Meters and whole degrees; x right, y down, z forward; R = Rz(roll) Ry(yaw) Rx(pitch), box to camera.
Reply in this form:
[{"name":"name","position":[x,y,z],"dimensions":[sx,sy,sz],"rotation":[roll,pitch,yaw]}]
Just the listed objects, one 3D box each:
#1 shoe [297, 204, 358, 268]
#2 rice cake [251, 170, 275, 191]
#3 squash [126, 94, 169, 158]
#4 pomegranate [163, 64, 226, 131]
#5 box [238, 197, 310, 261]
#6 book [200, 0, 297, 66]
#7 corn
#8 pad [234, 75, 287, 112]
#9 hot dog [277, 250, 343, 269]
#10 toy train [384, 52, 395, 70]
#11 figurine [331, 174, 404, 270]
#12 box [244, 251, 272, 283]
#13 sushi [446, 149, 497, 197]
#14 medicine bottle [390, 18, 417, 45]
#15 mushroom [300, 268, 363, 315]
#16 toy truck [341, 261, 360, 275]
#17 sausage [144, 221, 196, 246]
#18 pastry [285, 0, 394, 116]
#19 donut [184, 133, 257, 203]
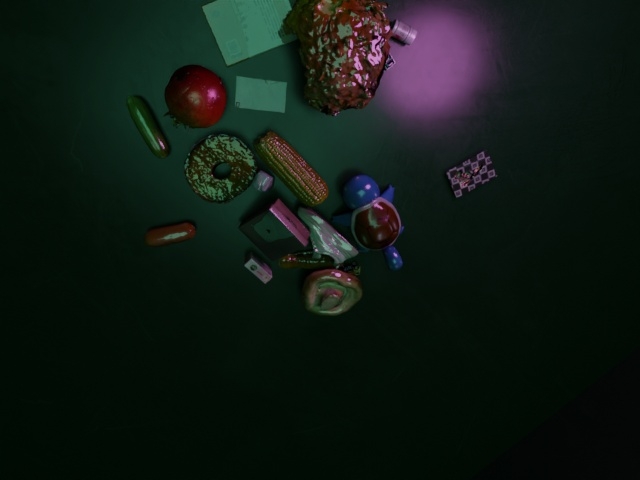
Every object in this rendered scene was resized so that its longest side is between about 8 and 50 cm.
[{"name":"shoe","position":[0.000,0.000,1.673],"dimensions":[0.316,0.124,0.159],"rotation":[38,98,-9]},{"name":"rice cake","position":[-0.213,-0.225,1.532],"dimensions":[0.063,0.206,0.069],"rotation":[29,99,-5]},{"name":"squash","position":[-0.624,-0.408,1.456],"dimensions":[0.069,0.069,0.238],"rotation":[-23,112,-1]},{"name":"pomegranate","position":[-0.435,-0.486,1.395],"dimensions":[0.210,0.210,0.235],"rotation":[40,125,-21]},{"name":"box","position":[-0.180,-0.037,1.610],"dimensions":[0.215,0.086,0.215],"rotation":[-24,117,41]},{"name":"book","position":[-0.237,-0.767,1.415],"dimensions":[0.296,0.020,0.207],"rotation":[-22,112,-1]},{"name":"corn","position":[-0.112,-0.277,1.561],"dimensions":[0.131,0.131,0.344],"rotation":[-41,111,6]},{"name":"pad","position":[-0.222,-0.545,1.509],"dimensions":[0.188,0.006,0.112],"rotation":[3,109,-11]},{"name":"hot dog","position":[-0.038,0.089,1.747],"dimensions":[0.290,0.068,0.082],"rotation":[-2,117,-11]},{"name":"toy train","position":[0.203,-0.731,1.492],"dimensions":[0.043,0.047,0.207],"rotation":[-38,111,4]},{"name":"figurine","position":[0.214,-0.068,1.675],"dimensions":[0.298,0.243,0.415],"rotation":[-25,92,10]},{"name":"box","position":[-0.263,0.114,1.704],"dimensions":[0.043,0.089,0.125],"rotation":[-42,110,7]},{"name":"sushi","position":[0.650,-0.291,1.745],"dimensions":[0.201,0.031,0.139],"rotation":[-28,113,5]},{"name":"medicine bottle","position":[0.302,-0.769,1.489],"dimensions":[0.091,0.058,0.058],"rotation":[19,106,-16]},{"name":"mushroom","position":[0.046,0.224,1.762],"dimensions":[0.279,0.146,0.277],"rotation":[-4,125,-5]},{"name":"toy truck","position":[0.138,0.131,1.802],"dimensions":[0.084,0.049,0.054],"rotation":[-9,113,-6]},{"name":"sausage","position":[-0.596,-0.022,1.603],"dimensions":[0.198,0.076,0.076],"rotation":[-12,112,-7]},{"name":"pastry","position":[0.078,-0.650,1.370],"dimensions":[0.338,0.292,0.404],"rotation":[-14,110,2]},{"name":"donut","position":[-0.375,-0.276,1.535],"dimensions":[0.273,0.107,0.271],"rotation":[-1,110,-4]}]
